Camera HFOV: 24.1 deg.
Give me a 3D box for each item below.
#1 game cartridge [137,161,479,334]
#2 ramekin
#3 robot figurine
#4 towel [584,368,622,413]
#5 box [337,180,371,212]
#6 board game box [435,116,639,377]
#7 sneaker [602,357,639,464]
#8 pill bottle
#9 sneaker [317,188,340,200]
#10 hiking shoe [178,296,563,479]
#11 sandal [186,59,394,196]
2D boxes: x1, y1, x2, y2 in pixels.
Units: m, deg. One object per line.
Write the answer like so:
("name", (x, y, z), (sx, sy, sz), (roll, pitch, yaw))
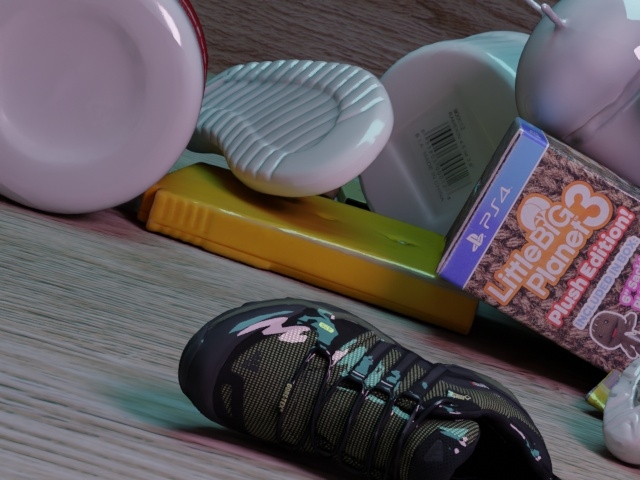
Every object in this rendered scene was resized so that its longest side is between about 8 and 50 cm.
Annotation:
("game cartridge", (0.000, 0.000, 1.461), (0.323, 0.053, 0.285), (16, 9, 5))
("ramekin", (0.172, -0.099, 1.690), (0.277, 0.277, 0.135), (24, 18, 33))
("robot figurine", (0.337, -0.123, 1.492), (0.353, 0.200, 0.300), (40, -4, -11))
("towel", (0.255, 0.133, 1.184), (0.083, 0.009, 0.060), (31, 34, 27))
("box", (0.101, -0.040, 1.964), (0.164, 0.021, 0.201), (17, 10, -5))
("board game box", (0.264, 0.026, 1.329), (0.291, 0.141, 0.232), (30, 10, 2))
("sneaker", (0.303, 0.131, 1.118), (0.232, 0.115, 0.090), (-20, 29, -31))
("pill bottle", (-0.222, -0.167, 1.435), (0.229, 0.229, 0.408), (17, 9, -7))
("sneaker", (-0.007, -0.074, 1.682), (0.066, 0.071, 0.188), (23, -8, -13))
("hiking shoe", (0.035, 0.093, 0.826), (0.226, 0.086, 0.114), (15, 6, -22))
("sandal", (-0.027, -0.105, 1.533), (0.102, 0.169, 0.416), (56, -10, -25))
